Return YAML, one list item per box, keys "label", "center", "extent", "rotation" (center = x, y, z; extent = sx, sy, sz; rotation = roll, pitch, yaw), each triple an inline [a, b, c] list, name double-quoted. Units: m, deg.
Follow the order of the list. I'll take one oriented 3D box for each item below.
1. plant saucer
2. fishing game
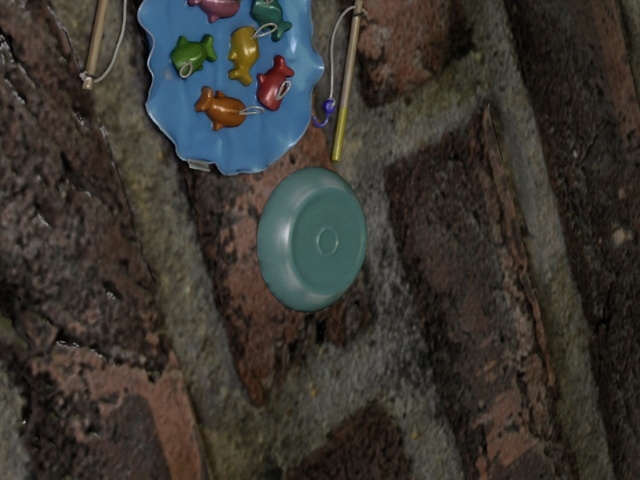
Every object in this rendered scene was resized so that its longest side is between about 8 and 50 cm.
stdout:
- label: "plant saucer"
  center: [0.000, 0.000, 1.357]
  extent: [0.119, 0.021, 0.119]
  rotation: [-5, 97, -43]
- label: "fishing game"
  center: [-0.062, -0.140, 1.273]
  extent: [0.264, 0.041, 0.189]
  rotation: [19, 79, -42]
